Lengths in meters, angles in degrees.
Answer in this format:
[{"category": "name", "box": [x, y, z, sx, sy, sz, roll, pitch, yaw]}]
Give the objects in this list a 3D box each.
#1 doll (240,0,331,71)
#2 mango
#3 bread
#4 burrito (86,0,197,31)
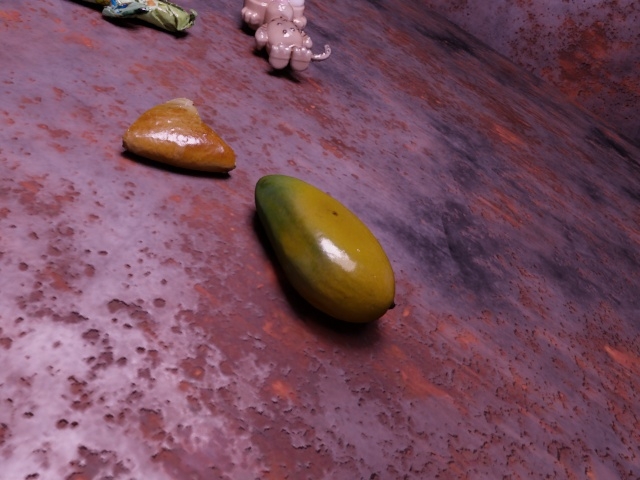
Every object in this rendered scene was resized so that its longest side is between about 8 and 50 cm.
[{"category": "doll", "box": [-0.083, -0.464, 1.088, 0.154, 0.119, 0.278, -7, 51, -24]}, {"category": "mango", "box": [0.006, 0.002, 0.629, 0.137, 0.091, 0.237, 5, 43, -39]}, {"category": "bread", "box": [-0.207, -0.145, 0.682, 0.136, 0.054, 0.154, -22, 58, -44]}, {"category": "burrito", "box": [-0.368, -0.433, 0.901, 0.288, 0.054, 0.104, 11, 41, -26]}]
